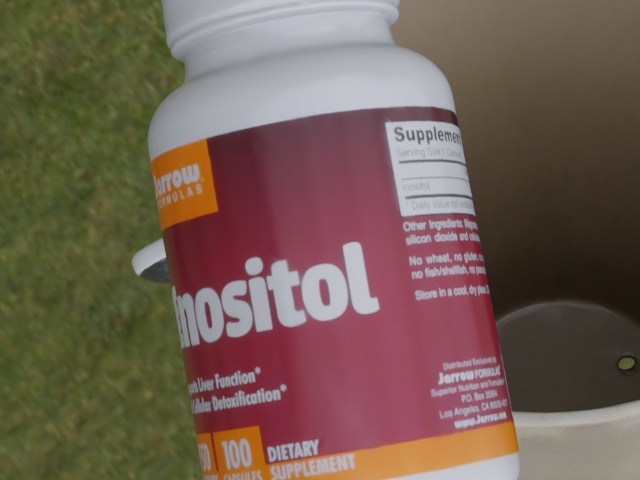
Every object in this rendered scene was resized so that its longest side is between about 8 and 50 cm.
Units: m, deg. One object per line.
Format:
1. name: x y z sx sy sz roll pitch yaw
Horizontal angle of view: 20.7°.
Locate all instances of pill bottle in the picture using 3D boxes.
1. pill bottle: 0.000 0.000 0.477 0.086 0.086 0.152 -7 83 -34

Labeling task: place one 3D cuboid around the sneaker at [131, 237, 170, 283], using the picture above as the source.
1. sneaker: -0.019 0.051 1.547 0.296 0.147 0.104 -6 173 6

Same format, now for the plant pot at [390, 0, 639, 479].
1. plant pot: 0.109 0.025 0.817 0.256 0.256 0.274 -34 150 -11
